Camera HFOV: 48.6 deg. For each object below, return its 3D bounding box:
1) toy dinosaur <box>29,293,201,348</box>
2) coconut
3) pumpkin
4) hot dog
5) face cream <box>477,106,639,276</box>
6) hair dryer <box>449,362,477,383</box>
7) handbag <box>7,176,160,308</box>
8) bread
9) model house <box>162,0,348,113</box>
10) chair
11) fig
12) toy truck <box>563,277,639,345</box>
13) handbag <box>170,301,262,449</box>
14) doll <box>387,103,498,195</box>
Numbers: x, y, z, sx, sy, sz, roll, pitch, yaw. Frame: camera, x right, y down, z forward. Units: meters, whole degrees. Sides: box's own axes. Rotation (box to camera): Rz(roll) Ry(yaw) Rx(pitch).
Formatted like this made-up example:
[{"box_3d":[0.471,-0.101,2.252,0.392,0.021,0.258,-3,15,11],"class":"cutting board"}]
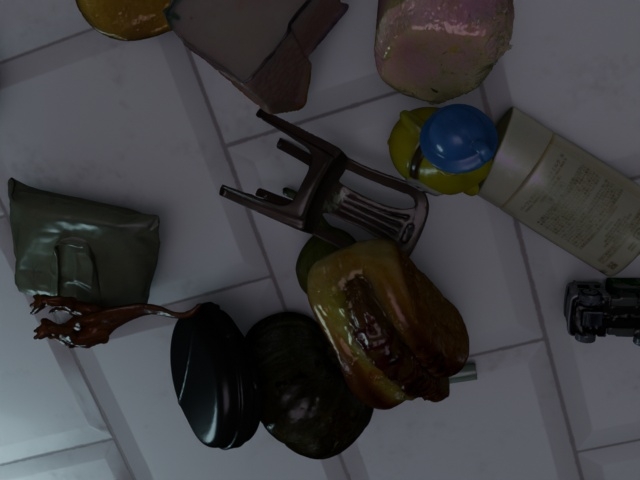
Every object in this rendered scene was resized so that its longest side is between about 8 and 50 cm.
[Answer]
[{"box_3d":[-0.453,0.161,1.387,0.432,0.208,0.097,-11,68,39],"class":"toy dinosaur"},{"box_3d":[0.203,-0.371,1.154,0.233,0.245,0.233,8,148,5],"class":"coconut"},{"box_3d":[-0.048,0.324,1.439,0.325,0.232,0.242,45,111,-6],"class":"pumpkin"},{"box_3d":[0.136,0.177,1.277,0.185,0.223,0.405,-22,143,22],"class":"hot dog"},{"box_3d":[0.447,-0.085,1.306,0.348,0.081,0.173,30,110,-5],"class":"face cream"},{"box_3d":[0.287,0.234,1.470,0.063,0.038,0.124,-9,101,8],"class":"hair dryer"},{"box_3d":[-0.480,0.020,1.438,0.316,0.109,0.253,13,119,2],"class":"handbag"},{"box_3d":[-0.296,-0.456,1.216,0.270,0.142,0.195,-21,132,6],"class":"bread"},{"box_3d":[-0.094,-0.361,1.194,0.202,0.237,0.237,36,90,15],"class":"model house"},{"box_3d":[0.020,-0.077,1.258,0.326,0.183,0.175,25,93,13],"class":"chair"},{"box_3d":[0.000,0.000,1.389,0.149,0.149,0.245,-22,86,14],"class":"fig"},{"box_3d":[0.595,0.130,1.346,0.253,0.124,0.114,1,109,8],"class":"toy truck"},{"box_3d":[-0.215,0.265,1.407,0.093,0.308,0.253,-5,120,-31],"class":"handbag"},{"box_3d":[0.208,-0.146,1.173,0.199,0.363,0.145,40,89,-11],"class":"doll"}]
